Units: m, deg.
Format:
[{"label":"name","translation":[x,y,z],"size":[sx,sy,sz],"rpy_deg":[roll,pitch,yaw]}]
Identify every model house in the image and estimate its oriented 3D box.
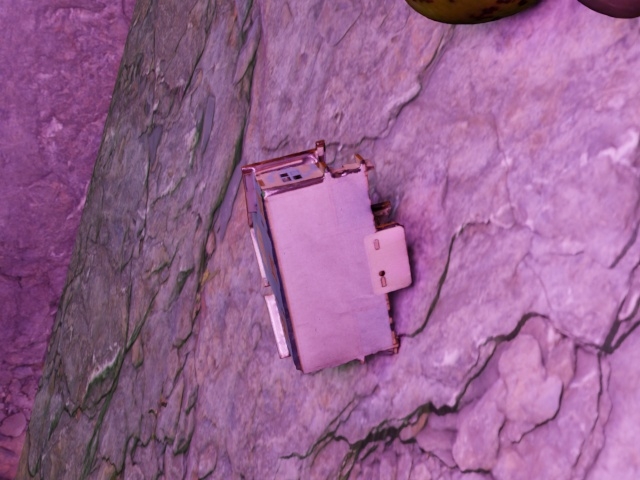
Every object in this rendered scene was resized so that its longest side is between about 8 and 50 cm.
[{"label":"model house","translation":[0.000,0.000,1.156],"size":[0.206,0.178,0.270],"rpy_deg":[-128,23,-66]}]

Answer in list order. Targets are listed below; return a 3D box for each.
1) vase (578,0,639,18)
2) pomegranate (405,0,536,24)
[{"label":"vase","translation":[0.246,-0.353,0.794],"size":[0.241,0.302,0.329],"rpy_deg":[2,101,56]},{"label":"pomegranate","translation":[0.145,-0.339,0.964],"size":[0.211,0.263,0.211],"rpy_deg":[-40,23,21]}]
